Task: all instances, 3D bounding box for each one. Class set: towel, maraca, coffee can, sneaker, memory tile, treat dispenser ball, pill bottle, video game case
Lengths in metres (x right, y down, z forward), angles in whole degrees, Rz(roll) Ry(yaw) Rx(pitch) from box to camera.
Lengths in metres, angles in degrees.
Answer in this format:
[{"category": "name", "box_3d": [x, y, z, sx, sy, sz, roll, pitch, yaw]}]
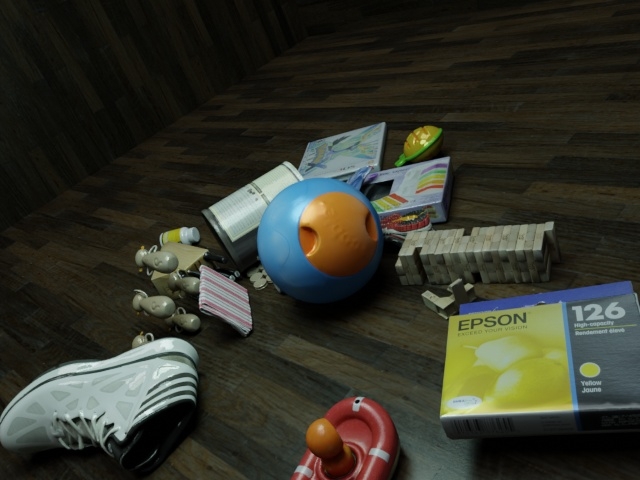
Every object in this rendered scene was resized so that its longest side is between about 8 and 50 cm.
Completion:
[{"category": "towel", "box_3d": [-0.237, 0.143, 1.476, 0.029, 0.144, 0.197, -49, 25, 14]}, {"category": "maraca", "box_3d": [0.298, -0.282, 1.834, 0.186, 0.099, 0.127, -31, 14, 46]}, {"category": "coffee can", "box_3d": [-0.162, -0.066, 1.680, 0.275, 0.201, 0.201, -33, 31, -11]}, {"category": "sneaker", "box_3d": [0.194, -0.011, 1.474, 0.088, 0.092, 0.225, -37, 15, -23]}, {"category": "memory tile", "box_3d": [-0.123, 0.076, 1.626, 0.148, 0.012, 0.113, -29, 30, -10]}, {"category": "treat dispenser ball", "box_3d": [0.000, 0.000, 1.381, 0.288, 0.288, 0.288, -18, 30, 10]}, {"category": "pill bottle", "box_3d": [-0.450, -0.007, 1.938, 0.116, 0.065, 0.065, -14, 31, 17]}, {"category": "sneaker", "box_3d": [-0.461, 0.368, 1.227, 0.448, 0.169, 0.257, -22, 27, -3]}, {"category": "video game case", "box_3d": [0.072, -0.288, 2.058, 0.300, 0.036, 0.329, -12, 31, 18]}]

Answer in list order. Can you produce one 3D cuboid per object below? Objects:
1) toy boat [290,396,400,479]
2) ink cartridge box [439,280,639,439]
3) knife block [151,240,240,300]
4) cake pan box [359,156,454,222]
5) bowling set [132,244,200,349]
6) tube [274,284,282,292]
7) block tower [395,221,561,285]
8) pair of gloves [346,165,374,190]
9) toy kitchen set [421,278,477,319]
[{"category": "toy boat", "box_3d": [0.025, 0.338, 0.949, 0.151, 0.151, 0.231, -1, 36, 34]}, {"category": "ink cartridge box", "box_3d": [0.356, 0.169, 0.968, 0.304, 0.072, 0.307, -12, 36, 24]}, {"category": "knife block", "box_3d": [-0.344, 0.071, 1.714, 0.242, 0.088, 0.275, -19, 29, 7]}, {"category": "cake pan box", "box_3d": [0.223, -0.121, 1.648, 0.267, 0.070, 0.245, -9, 30, 26]}, {"category": "bowling set", "box_3d": [-0.370, 0.165, 1.537, 0.154, 0.286, 0.200, 5, -5, 43]}, {"category": "tube", "box_3d": [-0.025, 0.065, 1.545, 0.207, 0.052, 0.080, -26, 40, -16]}, {"category": "block tower", "box_3d": [0.329, 0.033, 1.296, 0.336, 0.090, 0.097, -5, 35, 30]}, {"category": "pair of gloves", "box_3d": [0.093, -0.154, 1.745, 0.159, 0.023, 0.198, -50, 11, 0]}, {"category": "toy kitchen set", "box_3d": [0.263, 0.103, 1.249, 0.083, 0.068, 0.075, -32, 30, -16]}]
